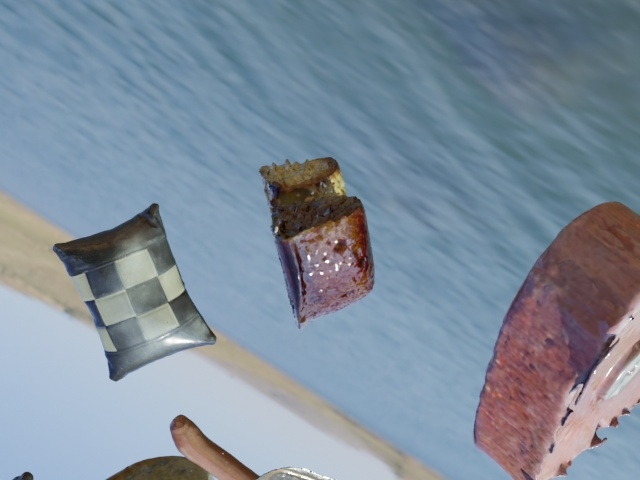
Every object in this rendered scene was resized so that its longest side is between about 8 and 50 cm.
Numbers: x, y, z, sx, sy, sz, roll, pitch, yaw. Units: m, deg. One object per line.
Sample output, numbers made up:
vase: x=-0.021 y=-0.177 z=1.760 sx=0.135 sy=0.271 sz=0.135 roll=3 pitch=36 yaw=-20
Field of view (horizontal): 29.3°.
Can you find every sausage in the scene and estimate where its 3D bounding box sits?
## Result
sausage: x=-0.117 y=0.285 z=1.532 sx=0.186 sy=0.043 sz=0.043 roll=39 pitch=173 yaw=-9

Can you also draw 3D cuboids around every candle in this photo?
candle: x=0.253 y=0.103 z=1.179 sx=0.131 sy=0.287 sz=0.317 roll=38 pitch=-169 yaw=28

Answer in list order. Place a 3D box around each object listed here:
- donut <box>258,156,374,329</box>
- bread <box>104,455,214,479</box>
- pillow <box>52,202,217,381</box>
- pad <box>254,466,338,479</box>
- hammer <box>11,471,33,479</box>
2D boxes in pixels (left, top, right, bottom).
donut: x=-0.001 y=-0.001 z=1.147 sx=0.217 sy=0.085 sz=0.141 roll=-110 pitch=6 yaw=-65
bread: x=-0.266 y=0.511 z=2.063 sx=0.225 sy=0.250 sz=0.279 roll=-122 pitch=19 yaw=-49
pillow: x=-0.293 y=0.083 z=1.932 sx=0.106 sy=0.186 sz=0.250 roll=-100 pitch=-10 yaw=-76
pad: x=0.026 y=0.400 z=1.250 sx=0.375 sy=0.315 sz=0.063 roll=24 pitch=-154 yaw=-26
hammer: x=-0.426 y=0.448 z=1.810 sx=0.021 sy=0.078 sz=0.201 roll=-3 pitch=-114 yaw=-45
